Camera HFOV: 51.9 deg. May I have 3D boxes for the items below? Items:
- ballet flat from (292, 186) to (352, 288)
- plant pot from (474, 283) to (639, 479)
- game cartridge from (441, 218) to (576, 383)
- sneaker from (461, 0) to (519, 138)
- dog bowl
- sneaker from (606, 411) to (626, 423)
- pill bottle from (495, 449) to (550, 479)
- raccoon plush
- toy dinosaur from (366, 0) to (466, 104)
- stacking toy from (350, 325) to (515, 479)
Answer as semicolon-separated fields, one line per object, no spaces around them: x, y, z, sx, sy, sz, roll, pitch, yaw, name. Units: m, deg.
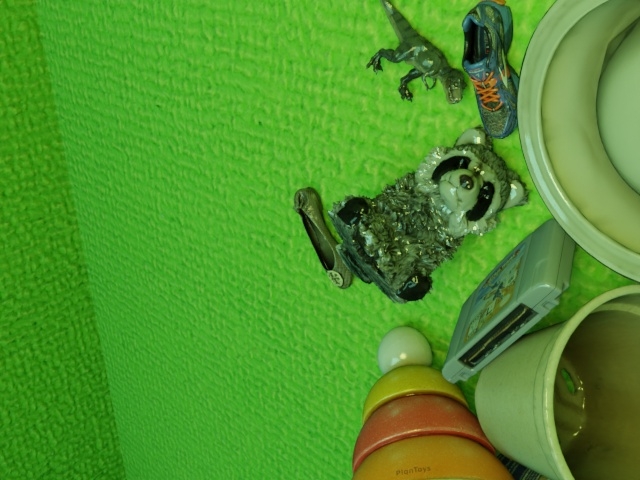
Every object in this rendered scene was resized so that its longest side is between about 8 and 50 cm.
0.000;0.000;1.486;0.084;0.058;0.250;-15;99;49;ballet flat
0.404;0.252;1.010;0.334;0.333;0.305;60;161;2;plant pot
0.314;0.100;1.110;0.062;0.198;0.297;30;134;-3;game cartridge
0.264;-0.268;1.050;0.083;0.087;0.221;-1;110;47;sneaker
0.445;-0.147;0.813;0.408;0.150;0.408;47;149;39;dog bowl
0.540;0.371;1.137;0.086;0.064;0.192;19;129;55;sneaker
0.353;0.495;1.319;0.264;0.153;0.153;10;117;43;pill bottle
0.175;-0.068;1.238;0.216;0.299;0.446;55;173;-14;raccoon plush
0.153;-0.322;1.160;0.268;0.064;0.118;53;132;14;toy dinosaur
0.194;0.359;1.257;0.350;0.480;0.351;0;134;0;stacking toy
